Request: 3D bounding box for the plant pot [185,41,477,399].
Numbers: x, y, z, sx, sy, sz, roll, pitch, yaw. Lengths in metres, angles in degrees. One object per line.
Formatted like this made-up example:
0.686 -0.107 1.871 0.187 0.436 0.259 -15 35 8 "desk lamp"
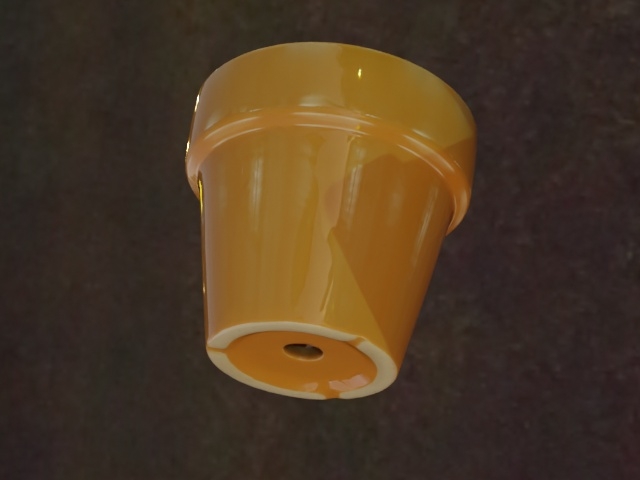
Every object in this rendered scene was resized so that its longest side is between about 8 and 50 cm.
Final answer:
0.000 0.000 0.888 0.205 0.205 0.188 134 149 -57 "plant pot"
